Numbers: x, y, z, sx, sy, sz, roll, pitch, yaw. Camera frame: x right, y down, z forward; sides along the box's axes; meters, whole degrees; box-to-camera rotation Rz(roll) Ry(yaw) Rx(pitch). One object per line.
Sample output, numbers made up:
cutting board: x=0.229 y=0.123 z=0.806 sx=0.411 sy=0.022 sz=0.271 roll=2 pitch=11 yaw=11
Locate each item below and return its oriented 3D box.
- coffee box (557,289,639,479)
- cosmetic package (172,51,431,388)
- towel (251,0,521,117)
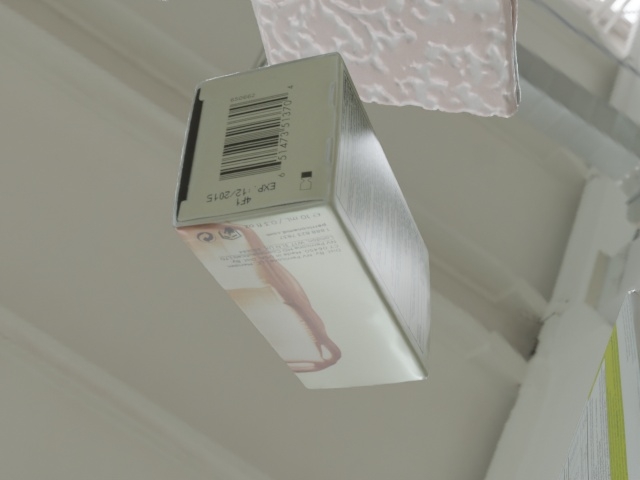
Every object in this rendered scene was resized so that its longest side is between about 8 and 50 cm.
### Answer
coffee box: x=0.420 y=0.299 z=0.864 sx=0.337 sy=0.334 sz=0.338 roll=10 pitch=-142 yaw=6
cosmetic package: x=0.000 y=0.000 z=0.799 sx=0.129 sy=0.296 sz=0.153 roll=-9 pitch=-126 yaw=17
towel: x=0.060 y=-0.291 z=1.018 sx=0.331 sy=0.317 sz=0.053 roll=12 pitch=-134 yaw=28
